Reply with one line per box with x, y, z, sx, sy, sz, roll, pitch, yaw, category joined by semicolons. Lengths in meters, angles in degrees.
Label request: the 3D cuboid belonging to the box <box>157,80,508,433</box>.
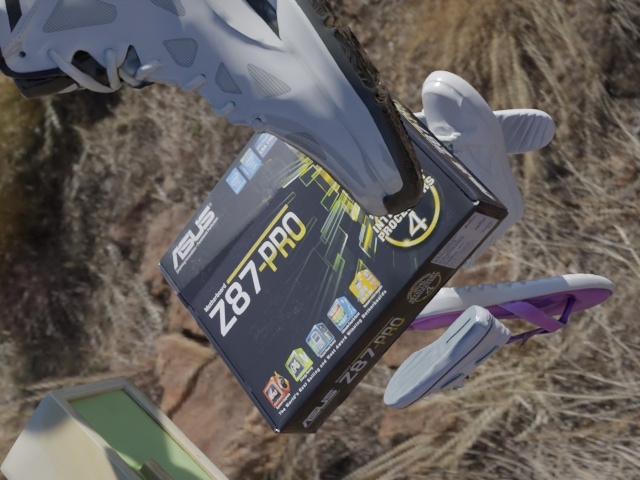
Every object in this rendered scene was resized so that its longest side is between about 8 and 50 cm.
0.000;0.000;1.380;0.395;0.097;0.318;-50;57;19;box

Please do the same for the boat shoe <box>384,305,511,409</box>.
0.188;0.191;1.593;0.226;0.076;0.083;-45;20;34;boat shoe

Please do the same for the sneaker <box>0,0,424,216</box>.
-0.118;-0.160;0.957;0.257;0.169;0.447;-36;97;11;sneaker

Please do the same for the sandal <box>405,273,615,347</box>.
0.295;0.130;1.753;0.169;0.417;0.102;140;123;-62;sandal

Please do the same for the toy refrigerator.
-0.113;0.226;0.836;0.269;0.102;0.094;41;108;21;toy refrigerator

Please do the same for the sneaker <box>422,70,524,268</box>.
0.201;-0.095;1.629;0.108;0.292;0.169;6;43;50;sneaker

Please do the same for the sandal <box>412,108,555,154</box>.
0.260;-0.186;1.814;0.265;0.101;0.076;-2;33;16;sandal
